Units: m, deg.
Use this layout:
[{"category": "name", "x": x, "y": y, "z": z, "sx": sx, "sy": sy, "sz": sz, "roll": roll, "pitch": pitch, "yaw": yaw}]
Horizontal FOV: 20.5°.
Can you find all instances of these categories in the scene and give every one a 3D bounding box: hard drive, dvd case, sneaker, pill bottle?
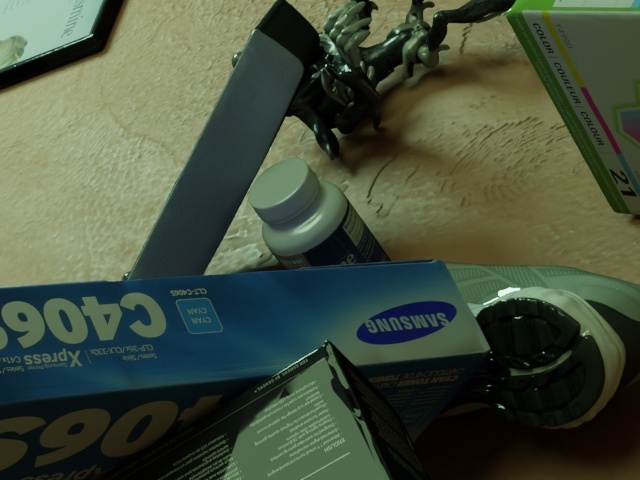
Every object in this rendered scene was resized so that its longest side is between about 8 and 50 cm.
[{"category": "hard drive", "x": -0.077, "y": -0.051, "z": 1.328, "sx": 0.255, "sy": 0.054, "sz": 0.172, "roll": -62, "pitch": 3, "yaw": 17}, {"category": "dvd case", "x": -0.320, "y": -0.232, "z": 1.924, "sx": 0.253, "sy": 0.022, "sz": 0.180, "roll": -17, "pitch": 38, "yaw": 27}, {"category": "sneaker", "x": 0.115, "y": 0.061, "z": 1.132, "sx": 0.108, "sy": 0.100, "sz": 0.271, "roll": -16, "pitch": 13, "yaw": -33}, {"category": "pill bottle", "x": 0.000, "y": 0.000, "z": 1.265, "sx": 0.067, "sy": 0.120, "sz": 0.067, "roll": -24, "pitch": 35, "yaw": 18}]

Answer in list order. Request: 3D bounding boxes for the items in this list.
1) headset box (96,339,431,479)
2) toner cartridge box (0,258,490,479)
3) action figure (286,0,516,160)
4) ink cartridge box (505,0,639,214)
[{"category": "headset box", "x": -0.023, "y": 0.243, "z": 0.914, "sx": 0.246, "sy": 0.131, "sz": 0.283, "roll": -32, "pitch": 54, "yaw": 6}, {"category": "toner cartridge box", "x": -0.084, "y": 0.095, "z": 1.007, "sx": 0.165, "sy": 0.348, "sz": 0.075, "roll": -53, "pitch": 53, "yaw": 40}, {"category": "action figure", "x": 0.041, "y": -0.177, "z": 1.431, "sx": 0.275, "sy": 0.141, "sz": 0.164, "roll": -27, "pitch": 46, "yaw": 11}, {"category": "ink cartridge box", "x": 0.269, "y": -0.103, "z": 1.087, "sx": 0.255, "sy": 0.189, "sz": 0.097, "roll": 8, "pitch": 53, "yaw": 47}]
